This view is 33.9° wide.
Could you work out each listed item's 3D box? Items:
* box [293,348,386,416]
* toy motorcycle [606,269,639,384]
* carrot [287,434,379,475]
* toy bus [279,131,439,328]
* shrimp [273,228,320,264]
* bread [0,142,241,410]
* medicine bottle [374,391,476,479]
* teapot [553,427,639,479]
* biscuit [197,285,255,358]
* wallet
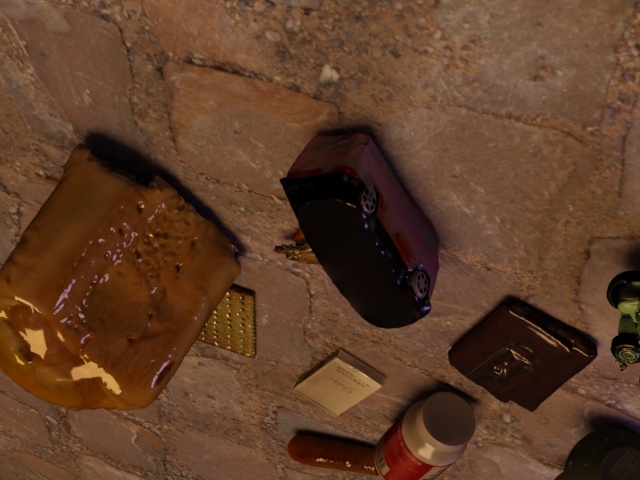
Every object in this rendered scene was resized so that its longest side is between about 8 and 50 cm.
[{"bbox_3d":[0.034,0.278,2.044,0.109,0.029,0.198,33,144,-10],"label":"box"},{"bbox_3d":[0.522,0.141,1.484,0.196,0.125,0.331,-1,140,31],"label":"toy motorcycle"},{"bbox_3d":[0.027,0.457,2.254,0.225,0.067,0.067,4,140,26],"label":"carrot"},{"bbox_3d":[0.070,-0.015,1.533,0.128,0.147,0.302,-8,133,34],"label":"toy bus"},{"bbox_3d":[0.000,0.000,1.696,0.190,0.042,0.101,-12,114,37],"label":"shrimp"},{"bbox_3d":[-0.380,0.087,1.774,0.361,0.394,0.250,41,158,-26],"label":"bread"},{"bbox_3d":[0.196,0.381,1.985,0.131,0.131,0.250,28,146,-2],"label":"medicine bottle"},{"bbox_3d":[0.491,0.436,1.848,0.184,0.183,0.251,25,157,1],"label":"teapot"},{"bbox_3d":[-0.188,0.147,2.025,0.139,0.016,0.231,18,145,11],"label":"biscuit"},{"bbox_3d":[0.328,0.191,1.728,0.182,0.049,0.229,31,144,-1],"label":"wallet"}]
